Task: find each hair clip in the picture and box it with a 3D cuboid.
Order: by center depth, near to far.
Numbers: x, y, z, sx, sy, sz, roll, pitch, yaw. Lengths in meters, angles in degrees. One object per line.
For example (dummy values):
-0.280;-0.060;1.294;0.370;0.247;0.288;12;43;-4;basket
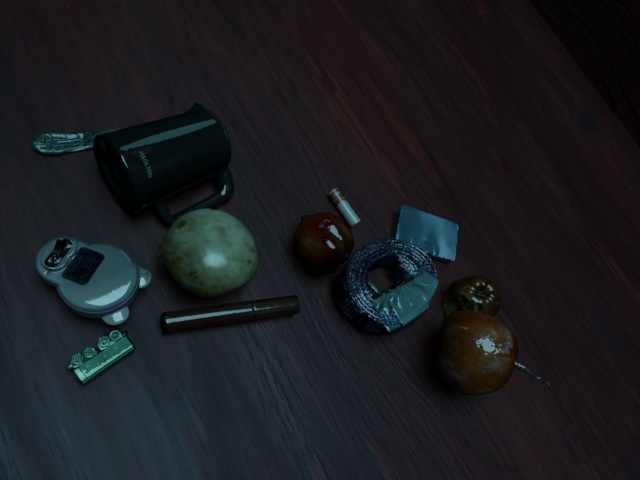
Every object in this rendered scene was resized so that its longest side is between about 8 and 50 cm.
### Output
-0.642;-0.270;1.390;0.229;0.036;0.066;-14;68;-22;hair clip

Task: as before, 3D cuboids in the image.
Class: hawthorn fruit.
0.438;0.302;1.447;0.235;0.263;0.231;58;11;-34;hawthorn fruit
0.000;0.000;1.467;0.188;0.169;0.169;42;56;18;hawthorn fruit

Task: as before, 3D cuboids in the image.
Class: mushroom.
-0.281;0.033;1.313;0.255;0.184;0.254;8;64;-17;mushroom

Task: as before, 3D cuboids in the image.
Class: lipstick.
-0.226;0.188;1.337;0.357;0.057;0.057;-6;68;-26;lipstick
0.074;-0.102;1.619;0.038;0.038;0.130;-29;80;-32;lipstick

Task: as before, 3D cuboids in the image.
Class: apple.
0.470;0.182;1.583;0.147;0.158;0.156;-18;70;-32;apple

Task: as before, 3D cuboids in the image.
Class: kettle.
-0.390;-0.201;1.374;0.308;0.203;0.262;-29;78;-35;kettle

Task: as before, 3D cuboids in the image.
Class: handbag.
0.339;-0.020;1.687;0.221;0.057;0.144;20;64;-14;handbag

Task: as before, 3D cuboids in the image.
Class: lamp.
-0.540;0.086;1.219;0.246;0.108;0.179;28;54;-7;lamp

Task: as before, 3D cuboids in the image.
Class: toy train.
-0.502;0.262;1.192;0.148;0.038;0.071;-36;86;-33;toy train

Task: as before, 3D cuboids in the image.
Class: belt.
0.196;0.130;1.515;0.325;0.122;0.260;-26;71;-34;belt
